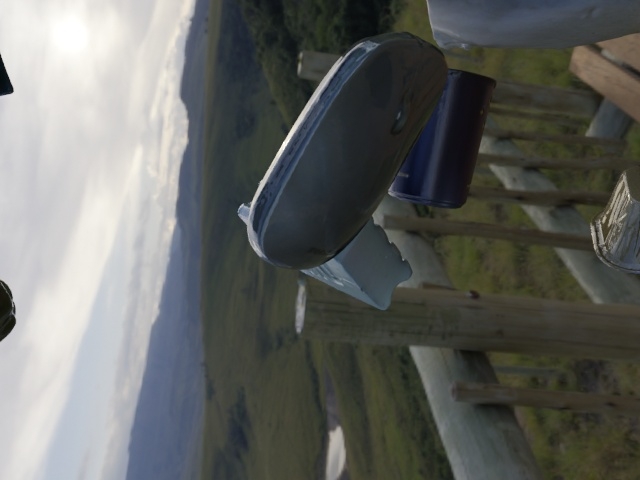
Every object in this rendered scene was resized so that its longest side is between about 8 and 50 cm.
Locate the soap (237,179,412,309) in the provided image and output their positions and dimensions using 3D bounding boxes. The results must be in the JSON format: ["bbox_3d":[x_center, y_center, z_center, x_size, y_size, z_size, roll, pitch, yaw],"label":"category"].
[{"bbox_3d":[0.000,0.000,1.046,0.095,0.173,0.290,-51,37,-14],"label":"soap"}]

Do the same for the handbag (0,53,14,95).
[{"bbox_3d":[-0.709,-0.381,1.207,0.057,0.144,0.221,-62,-37,-65],"label":"handbag"}]

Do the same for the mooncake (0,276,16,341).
[{"bbox_3d":[-0.633,0.059,0.899,0.194,0.357,0.356,-55,-12,-41],"label":"mooncake"}]

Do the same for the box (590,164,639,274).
[{"bbox_3d":[0.353,-0.013,0.579,0.111,0.177,0.111,0,-90,-73],"label":"box"}]

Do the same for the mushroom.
[{"bbox_3d":[0.301,-0.331,0.826,0.137,0.408,0.154,37,-105,-59],"label":"mushroom"}]

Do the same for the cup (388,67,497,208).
[{"bbox_3d":[0.242,-0.206,1.255,0.255,0.179,0.256,-23,-55,-70],"label":"cup"}]

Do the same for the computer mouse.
[{"bbox_3d":[0.036,-0.087,0.733,0.095,0.197,0.330,50,126,28],"label":"computer mouse"}]
